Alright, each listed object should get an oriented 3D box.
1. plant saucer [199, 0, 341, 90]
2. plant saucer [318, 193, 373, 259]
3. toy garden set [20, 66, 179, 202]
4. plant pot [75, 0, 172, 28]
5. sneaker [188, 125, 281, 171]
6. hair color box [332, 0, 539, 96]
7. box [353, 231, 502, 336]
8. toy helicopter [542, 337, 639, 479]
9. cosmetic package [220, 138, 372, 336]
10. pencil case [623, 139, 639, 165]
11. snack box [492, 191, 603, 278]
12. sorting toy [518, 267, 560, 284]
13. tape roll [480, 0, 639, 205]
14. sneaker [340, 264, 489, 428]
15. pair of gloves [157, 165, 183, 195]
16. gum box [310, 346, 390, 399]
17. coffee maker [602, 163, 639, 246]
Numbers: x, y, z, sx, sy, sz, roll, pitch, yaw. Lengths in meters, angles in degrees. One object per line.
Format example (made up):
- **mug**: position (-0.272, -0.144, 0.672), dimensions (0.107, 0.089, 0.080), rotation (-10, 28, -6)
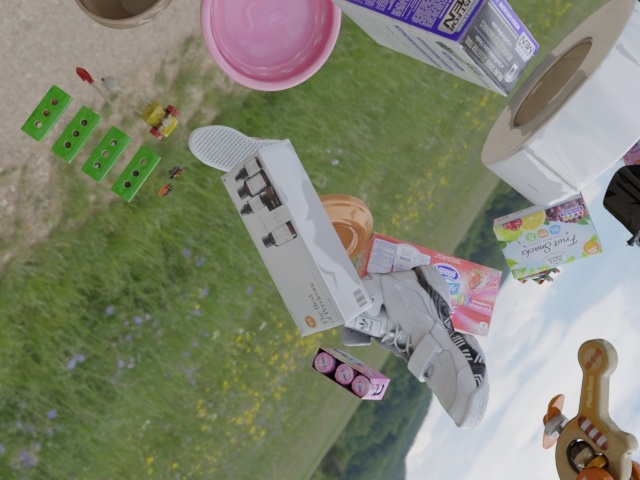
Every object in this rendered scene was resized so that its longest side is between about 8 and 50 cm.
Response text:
- **plant saucer**: position (-0.118, -0.516, 1.522), dimensions (0.332, 0.332, 0.084), rotation (-59, -147, 13)
- **plant saucer**: position (0.000, 0.000, 1.146), dimensions (0.199, 0.037, 0.200), rotation (-15, 145, -11)
- **toy garden set**: position (-0.416, -0.225, 1.300), dimensions (0.204, 0.244, 0.049), rotation (-56, -175, -5)
- **plant pot**: position (-0.392, -0.539, 1.393), dimensions (0.237, 0.237, 0.110), rotation (-56, 166, -4)
- **sneaker**: position (-0.226, -0.223, 1.640), dimensions (0.282, 0.161, 0.102), rotation (7, 97, -42)
- **hair color box**: position (0.186, -0.383, 1.150), dimensions (0.185, 0.339, 0.110), rotation (24, 102, -48)
- **box**: position (0.221, 0.100, 1.459), dimensions (0.142, 0.299, 0.154), rotation (147, -41, -79)
- **toy helicopter**: position (0.581, 0.387, 1.451), dimensions (0.235, 0.140, 0.356), rotation (9, -84, 59)
- **cosmetic package**: position (-0.034, 0.000, 0.857), dimensions (0.060, 0.239, 0.098), rotation (-28, -178, -40)
- **pencil case**: position (0.669, -0.171, 1.324), dimensions (0.124, 0.124, 0.284), rotation (-49, 123, -41)
- **snack box**: position (0.358, -0.007, 1.051), dimensions (0.141, 0.100, 0.037), rotation (-21, -163, 24)
- **sorting toy**: position (0.532, 0.043, 1.520), dimensions (0.132, 0.046, 0.274), rotation (-52, 174, -3)
- **tape roll**: position (0.350, -0.186, 0.908), dimensions (0.286, 0.100, 0.286), rotation (-52, -173, 9)
- **sneaker**: position (0.156, 0.187, 1.211), dimensions (0.366, 0.210, 0.138), rotation (-106, -159, -48)
- **pair of gloves**: position (-0.366, -0.144, 1.611), dimensions (0.074, 0.010, 0.083), rotation (7, -112, 57)
- **gum box**: position (0.082, 0.351, 1.746), dimensions (0.107, 0.188, 0.062), rotation (18, 97, -55)
- **coffee maker**: position (0.597, -0.058, 1.199), dimensions (0.120, 0.171, 0.178), rotation (-58, -151, 26)
